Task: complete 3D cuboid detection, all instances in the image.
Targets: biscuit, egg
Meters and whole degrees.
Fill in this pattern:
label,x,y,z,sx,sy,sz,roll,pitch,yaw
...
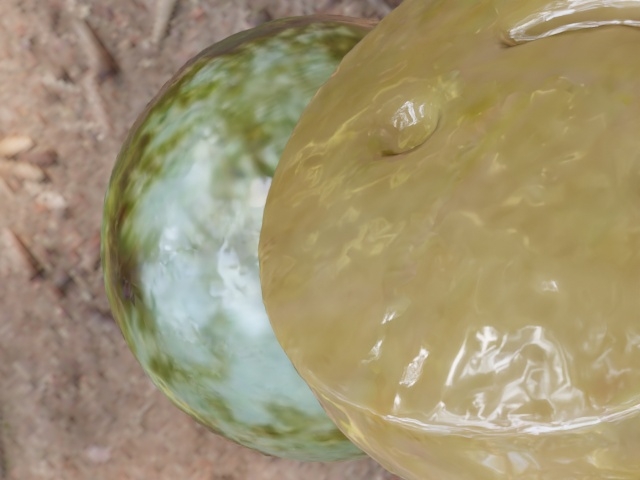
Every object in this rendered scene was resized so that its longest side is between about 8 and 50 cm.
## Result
label,x,y,z,sx,sy,sz,roll,pitch,yaw
biscuit,0.118,-0.080,0.466,0.275,0.355,0.052,17,150,48
egg,0.000,0.000,0.893,0.238,0.238,0.289,48,175,-2
